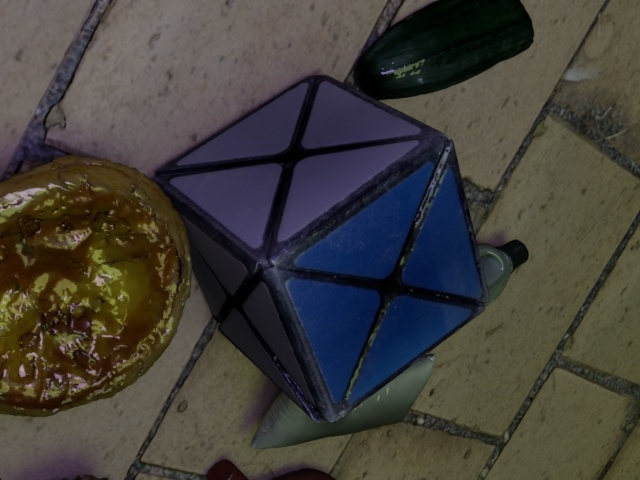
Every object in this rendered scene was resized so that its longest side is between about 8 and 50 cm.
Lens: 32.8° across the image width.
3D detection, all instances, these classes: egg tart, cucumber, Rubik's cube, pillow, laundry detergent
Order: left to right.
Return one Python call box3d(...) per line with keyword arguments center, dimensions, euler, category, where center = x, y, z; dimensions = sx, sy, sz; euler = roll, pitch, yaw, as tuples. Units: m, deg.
box3d(center=(-0.274, 0.040, 1.120), dimensions=(0.290, 0.115, 0.290), euler=(-14, 120, -26), category="egg tart")
box3d(center=(0.000, 0.000, 1.216), dimensions=(0.260, 0.255, 0.259), euler=(-33, 128, -21), category="Rubik's cube")
box3d(center=(0.035, 0.212, 1.460), dimensions=(0.254, 0.078, 0.144), euler=(-3, 142, -39), category="pillow")
box3d(center=(0.154, -0.230, 1.332), dimensions=(0.244, 0.063, 0.115), euler=(-28, 128, -20), category="cucumber")
box3d(center=(0.199, 0.063, 1.521), dimensions=(0.225, 0.070, 0.099), euler=(-29, 122, -20), category="laundry detergent")

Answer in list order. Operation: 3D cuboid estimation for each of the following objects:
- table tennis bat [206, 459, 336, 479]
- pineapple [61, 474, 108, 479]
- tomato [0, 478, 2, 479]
box3d(center=(-0.063, 0.396, 1.535), dimensions=(0.200, 0.038, 0.310), euler=(-45, 133, -8), category="table tennis bat")
box3d(center=(-0.307, 0.364, 1.259), dimensions=(0.193, 0.166, 0.166), euler=(-20, 125, -16), category="pineapple")
box3d(center=(-0.447, 0.298, 1.150), dimensions=(0.236, 0.095, 0.237), euler=(-13, 122, -22), category="tomato")
